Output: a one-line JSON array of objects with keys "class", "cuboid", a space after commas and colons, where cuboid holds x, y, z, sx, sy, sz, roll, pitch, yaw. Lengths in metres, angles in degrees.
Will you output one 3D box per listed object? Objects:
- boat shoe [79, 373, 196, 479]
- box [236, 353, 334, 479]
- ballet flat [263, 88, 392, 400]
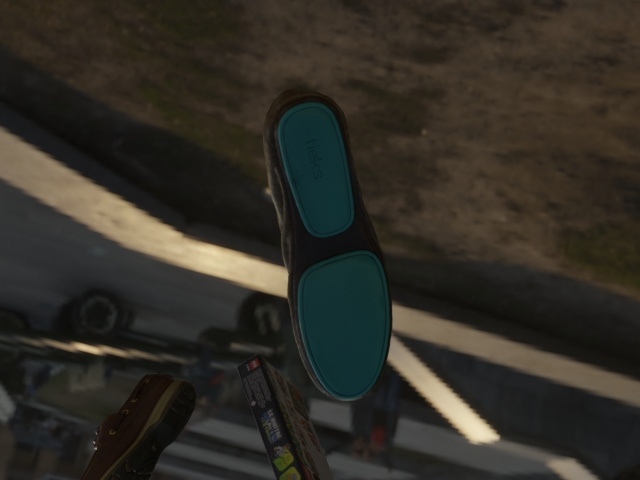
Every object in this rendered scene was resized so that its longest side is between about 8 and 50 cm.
[{"class": "boat shoe", "cuboid": [-0.195, 0.205, 1.248, 0.060, 0.178, 0.064, 20, 145, 25]}, {"class": "box", "cuboid": [-0.036, 0.249, 1.571, 0.036, 0.207, 0.114, -32, 137, 9]}, {"class": "ballet flat", "cuboid": [0.000, 0.000, 1.360, 0.116, 0.342, 0.124, -17, -164, -9]}]
